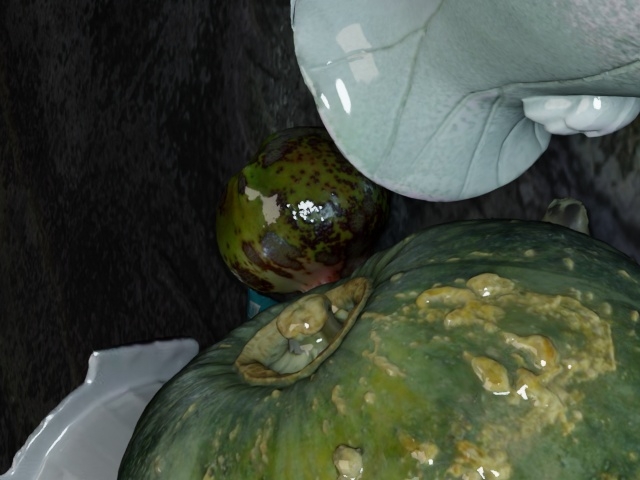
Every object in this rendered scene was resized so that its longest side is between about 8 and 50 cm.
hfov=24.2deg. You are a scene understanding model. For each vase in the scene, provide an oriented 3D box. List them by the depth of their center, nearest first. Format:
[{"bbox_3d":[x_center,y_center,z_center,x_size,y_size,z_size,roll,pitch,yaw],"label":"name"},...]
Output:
[{"bbox_3d":[0.151,-0.159,0.732,0.445,0.250,0.250,-28,64,60],"label":"vase"}]

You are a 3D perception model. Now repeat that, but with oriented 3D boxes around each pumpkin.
[{"bbox_3d":[0.059,0.142,0.772,0.327,0.291,0.257,-20,111,41],"label":"pumpkin"}]

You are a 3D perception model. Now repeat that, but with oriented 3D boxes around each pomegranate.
[{"bbox_3d":[-0.009,-0.003,1.098,0.138,0.125,0.163,-35,58,40],"label":"pomegranate"}]

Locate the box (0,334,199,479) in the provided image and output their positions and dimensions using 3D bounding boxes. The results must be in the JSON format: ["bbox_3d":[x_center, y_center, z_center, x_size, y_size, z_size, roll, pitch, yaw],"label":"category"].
[{"bbox_3d":[-0.111,0.247,1.130,0.206,0.291,0.262,25,153,45],"label":"box"}]

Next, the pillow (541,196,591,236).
[{"bbox_3d":[0.130,0.092,0.921,0.093,0.051,0.241,43,123,45],"label":"pillow"}]

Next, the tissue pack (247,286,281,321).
[{"bbox_3d":[-0.036,0.092,1.241,0.138,0.028,0.085,15,101,57],"label":"tissue pack"}]
